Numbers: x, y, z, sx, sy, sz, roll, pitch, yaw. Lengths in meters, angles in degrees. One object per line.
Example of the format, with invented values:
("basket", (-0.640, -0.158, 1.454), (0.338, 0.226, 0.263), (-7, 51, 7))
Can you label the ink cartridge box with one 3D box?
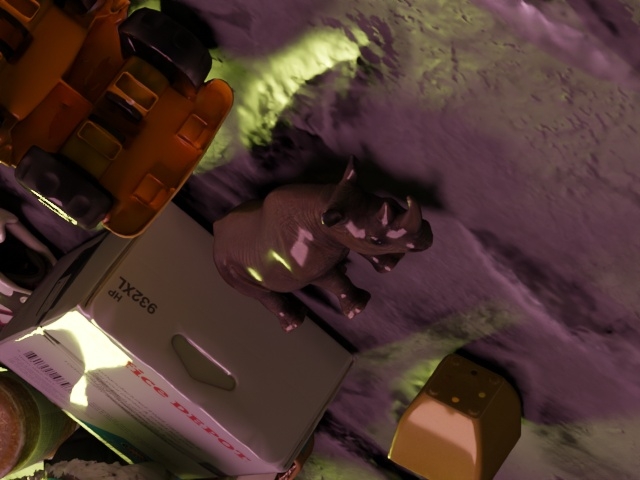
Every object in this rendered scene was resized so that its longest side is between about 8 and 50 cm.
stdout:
("ink cartridge box", (-0.143, 0.102, 1.335), (0.223, 0.129, 0.307), (41, 156, -14))

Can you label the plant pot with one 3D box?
("plant pot", (0.108, 0.136, 1.149), (0.081, 0.081, 0.083), (25, 142, 20))

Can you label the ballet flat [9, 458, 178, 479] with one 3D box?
("ballet flat", (-0.205, 0.256, 1.399), (0.147, 0.147, 0.409), (44, 156, -19))

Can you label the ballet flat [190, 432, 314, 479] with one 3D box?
("ballet flat", (-0.108, 0.248, 1.475), (0.232, 0.073, 0.080), (-35, 108, 18))

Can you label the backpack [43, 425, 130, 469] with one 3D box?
("backpack", (-0.202, 0.258, 1.676), (0.115, 0.152, 0.182), (47, -177, 41))

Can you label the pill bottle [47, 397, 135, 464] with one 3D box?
("pill bottle", (-0.182, 0.174, 1.540), (0.187, 0.112, 0.112), (41, 155, -14))

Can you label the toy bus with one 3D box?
("toy bus", (-0.192, -0.106, 1.026), (0.220, 0.149, 0.211), (37, 169, -10))

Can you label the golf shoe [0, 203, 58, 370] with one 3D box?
("golf shoe", (-0.314, 0.056, 1.506), (0.120, 0.105, 0.273), (11, 147, 32))

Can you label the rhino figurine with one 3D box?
("rhino figurine", (0.000, 0.000, 1.041), (0.106, 0.073, 0.243), (39, 154, -16))

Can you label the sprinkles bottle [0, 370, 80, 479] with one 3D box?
("sprinkles bottle", (-0.352, 0.203, 1.652), (0.121, 0.121, 0.355), (34, 178, 2))
